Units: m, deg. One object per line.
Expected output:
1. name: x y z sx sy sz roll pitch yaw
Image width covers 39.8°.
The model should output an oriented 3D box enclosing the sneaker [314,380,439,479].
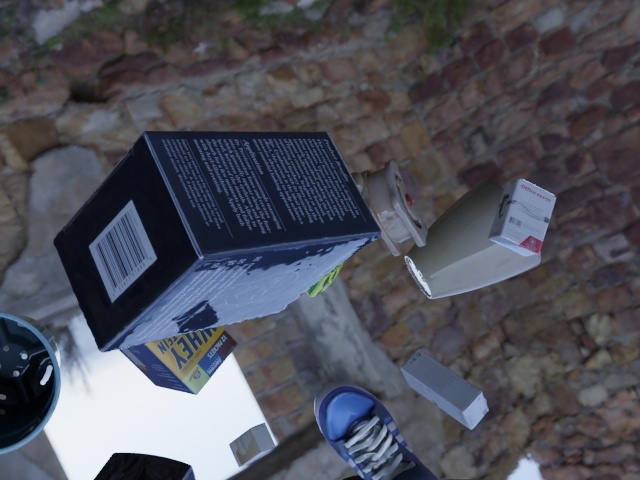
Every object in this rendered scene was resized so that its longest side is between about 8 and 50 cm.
1. sneaker: 0.131 0.415 1.629 0.130 0.322 0.236 -37 -159 -10

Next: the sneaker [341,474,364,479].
1. sneaker: 0.040 0.595 1.899 0.083 0.098 0.224 17 -148 39

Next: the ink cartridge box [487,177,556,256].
1. ink cartridge box: 0.422 -0.048 1.851 0.135 0.099 0.056 -69 -165 -14

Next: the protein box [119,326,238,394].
1. protein box: -0.314 0.186 1.769 0.136 0.201 0.200 -51 -156 -25

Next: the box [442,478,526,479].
1. box: 0.448 0.776 2.510 0.215 0.168 0.345 4 167 -44

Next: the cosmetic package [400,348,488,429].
1. cosmetic package: 0.338 0.404 2.411 0.085 0.231 0.117 -45 140 -14

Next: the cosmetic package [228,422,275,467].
1. cosmetic package: -0.149 0.442 1.907 0.041 0.060 0.115 -14 158 -38

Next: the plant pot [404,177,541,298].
1. plant pot: 0.358 0.023 2.200 0.274 0.256 0.256 -31 179 -5

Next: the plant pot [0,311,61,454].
1. plant pot: -0.796 0.323 2.194 0.341 0.341 0.334 -26 -175 -6

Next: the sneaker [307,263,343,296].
1. sneaker: 0.000 0.000 2.209 0.124 0.295 0.109 20 -155 22

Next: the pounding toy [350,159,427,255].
1. pounding toy: 0.127 -0.079 2.027 0.155 0.269 0.154 -21 -141 19

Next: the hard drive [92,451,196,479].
1. hard drive: -0.355 0.489 1.681 0.255 0.054 0.172 -6 -141 43

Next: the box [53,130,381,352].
1. box: -0.157 -0.008 1.400 0.396 0.211 0.293 -7 155 -48
